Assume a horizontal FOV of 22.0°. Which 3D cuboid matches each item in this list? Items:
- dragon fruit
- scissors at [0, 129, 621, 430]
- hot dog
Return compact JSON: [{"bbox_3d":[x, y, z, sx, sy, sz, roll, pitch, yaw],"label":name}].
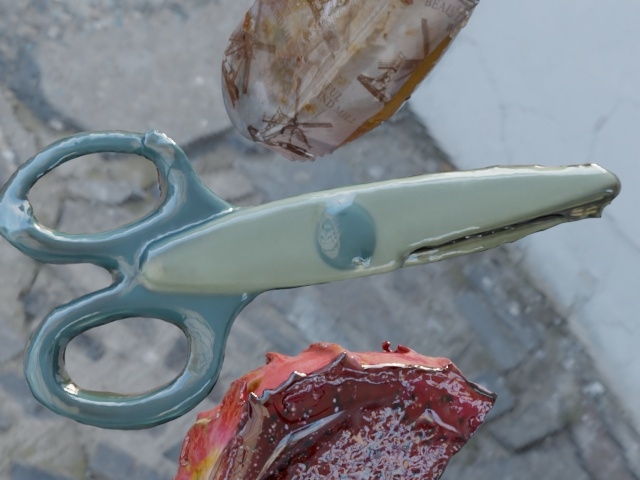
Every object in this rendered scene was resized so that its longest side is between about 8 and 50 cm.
[{"bbox_3d":[-0.018,0.166,1.140,0.163,0.189,0.261,36,89,0],"label":"dragon fruit"},{"bbox_3d":[0.000,0.000,0.757,0.289,0.041,0.138,-11,86,-7],"label":"scissors"},{"bbox_3d":[0.025,-0.152,1.105,0.075,0.268,0.144,-4,64,-43],"label":"hot dog"}]
